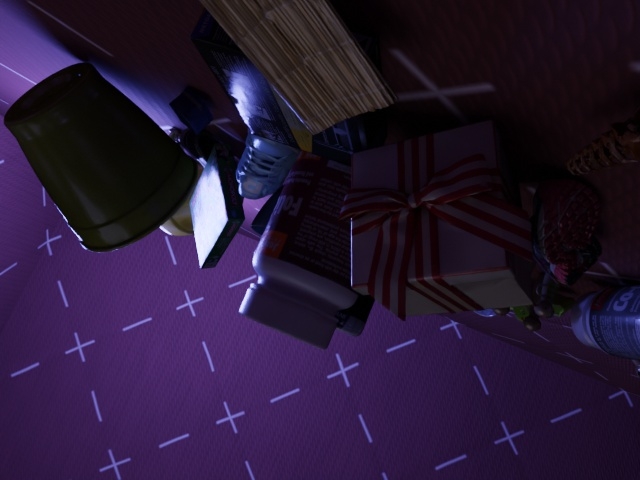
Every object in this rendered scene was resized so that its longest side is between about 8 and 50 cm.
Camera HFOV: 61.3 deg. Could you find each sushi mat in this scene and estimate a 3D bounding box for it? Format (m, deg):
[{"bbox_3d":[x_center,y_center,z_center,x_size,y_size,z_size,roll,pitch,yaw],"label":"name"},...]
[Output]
[{"bbox_3d":[-0.053,-0.253,0.606,0.151,0.019,0.316,-6,137,47],"label":"sushi mat"}]

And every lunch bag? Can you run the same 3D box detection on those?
[{"bbox_3d":[-0.273,-0.281,1.172,0.067,0.065,0.098,42,172,11],"label":"lunch bag"}]

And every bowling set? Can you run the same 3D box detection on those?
[{"bbox_3d":[0.493,0.115,1.289,0.286,0.154,0.200,25,171,-15],"label":"bowling set"}]

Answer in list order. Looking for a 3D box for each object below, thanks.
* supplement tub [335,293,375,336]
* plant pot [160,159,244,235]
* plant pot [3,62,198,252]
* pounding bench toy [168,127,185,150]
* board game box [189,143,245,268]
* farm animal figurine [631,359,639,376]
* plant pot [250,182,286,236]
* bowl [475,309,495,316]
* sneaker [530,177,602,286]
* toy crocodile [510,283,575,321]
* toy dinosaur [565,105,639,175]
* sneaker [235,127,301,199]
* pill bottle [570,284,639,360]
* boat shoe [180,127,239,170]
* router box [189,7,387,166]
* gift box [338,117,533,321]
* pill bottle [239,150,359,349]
[{"bbox_3d":[0.084,0.096,1.604,0.207,0.338,0.207,23,171,4],"label":"supplement tub"},{"bbox_3d":[-0.385,-0.145,1.743,0.238,0.254,0.254,-3,157,36],"label":"plant pot"},{"bbox_3d":[-0.551,-0.222,1.327,0.366,0.366,0.353,15,148,40],"label":"plant pot"},{"bbox_3d":[-0.422,-0.279,1.551,0.052,0.065,0.083,22,171,7],"label":"pounding bench toy"},{"bbox_3d":[-0.284,-0.082,1.446,0.046,0.214,0.317,-3,157,-27],"label":"board game box"},{"bbox_3d":[0.881,0.298,1.330,0.326,0.172,0.330,24,171,-7],"label":"farm animal figurine"},{"bbox_3d":[-0.003,-0.063,1.350,0.290,0.196,0.290,23,172,4],"label":"plant pot"},{"bbox_3d":[0.473,0.123,1.534,0.080,0.170,0.170,-22,-164,-29],"label":"bowl"},{"bbox_3d":[0.395,-0.015,0.925,0.112,0.121,0.299,44,179,36],"label":"sneaker"},{"bbox_3d":[0.568,0.161,1.572,0.115,0.105,0.340,-19,-168,-28],"label":"toy crocodile"},{"bbox_3d":[0.398,-0.092,0.510,0.218,0.164,0.322,44,-179,-25],"label":"toy dinosaur"},{"bbox_3d":[-0.122,-0.163,1.215,0.135,0.150,0.366,22,171,-3],"label":"sneaker"},{"bbox_3d":[0.680,0.175,1.154,0.161,0.161,0.283,24,171,-8],"label":"pill bottle"},{"bbox_3d":[-0.283,-0.224,1.478,0.068,0.081,0.227,21,169,40],"label":"boat shoe"},{"bbox_3d":[-0.027,-0.226,0.835,0.242,0.081,0.309,20,171,13],"label":"router box"},{"bbox_3d":[0.194,-0.006,0.823,0.255,0.277,0.258,-15,153,26],"label":"gift box"},{"bbox_3d":[0.000,0.000,1.083,0.223,0.393,0.224,22,171,4],"label":"pill bottle"}]
